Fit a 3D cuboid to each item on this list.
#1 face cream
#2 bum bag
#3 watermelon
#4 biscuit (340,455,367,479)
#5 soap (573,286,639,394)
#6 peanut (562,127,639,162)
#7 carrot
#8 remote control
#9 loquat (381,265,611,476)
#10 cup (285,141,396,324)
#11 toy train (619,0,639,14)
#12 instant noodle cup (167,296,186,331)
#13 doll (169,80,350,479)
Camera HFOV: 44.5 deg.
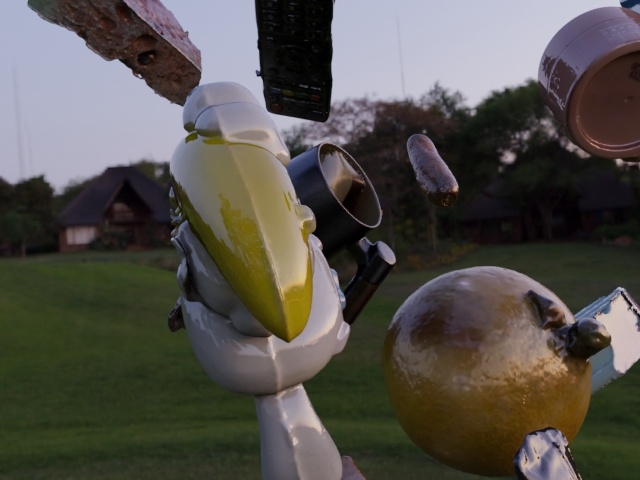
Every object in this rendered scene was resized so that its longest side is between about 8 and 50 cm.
[{"bbox_3d":[0.339,-0.182,0.906,0.149,0.149,0.104,-5,37,-3],"label":"face cream"},{"bbox_3d":[0.309,0.354,0.955,0.123,0.248,0.060,-9,-25,-40],"label":"bum bag"},{"bbox_3d":[-0.236,-0.275,0.993,0.094,0.241,0.154,-39,17,26],"label":"watermelon"},{"bbox_3d":[0.075,0.423,0.981,0.302,0.278,0.043,8,-21,8],"label":"biscuit"},{"bbox_3d":[0.592,0.304,1.905,0.446,0.156,0.261,-40,-9,18],"label":"soap"},{"bbox_3d":[0.408,-0.171,1.111,0.214,0.099,0.099,12,-11,-30],"label":"peanut"},{"bbox_3d":[0.188,-0.124,1.359,0.060,0.060,0.186,-4,40,-14],"label":"carrot"},{"bbox_3d":[-0.045,-0.341,1.311,0.145,0.062,0.398,12,-26,5],"label":"remote control"},{"bbox_3d":[0.275,0.189,1.197,0.359,0.328,0.328,-29,-17,38],"label":"loquat"},{"bbox_3d":[0.000,-0.012,1.131,0.177,0.239,0.166,-33,24,25],"label":"cup"},{"bbox_3d":[0.579,-0.399,1.104,0.265,0.300,0.188,21,12,3],"label":"toy train"},{"bbox_3d":[-0.117,0.111,1.468,0.302,0.182,0.258,-48,-15,-24],"label":"instant noodle cup"},{"bbox_3d":[-0.042,0.027,0.531,0.111,0.252,0.237,-14,-36,-15],"label":"doll"}]
